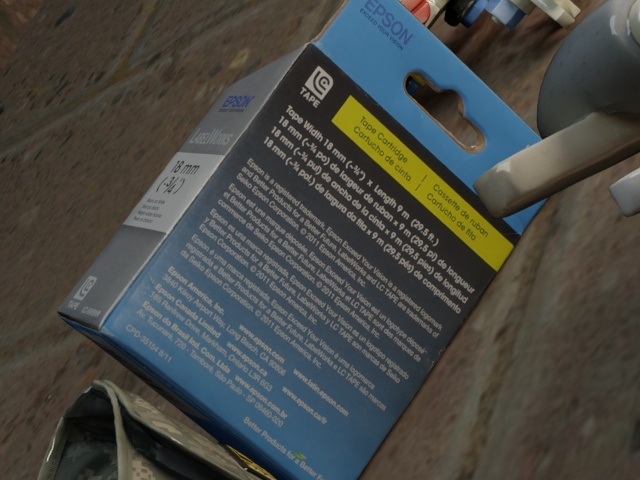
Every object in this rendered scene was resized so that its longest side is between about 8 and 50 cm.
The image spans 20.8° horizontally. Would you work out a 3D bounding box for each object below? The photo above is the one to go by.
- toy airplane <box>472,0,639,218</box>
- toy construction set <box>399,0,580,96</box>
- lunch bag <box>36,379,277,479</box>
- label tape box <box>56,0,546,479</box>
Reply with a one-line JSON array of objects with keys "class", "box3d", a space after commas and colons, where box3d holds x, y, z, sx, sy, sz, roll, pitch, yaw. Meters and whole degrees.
[{"class": "toy airplane", "box3d": [0.296, -0.135, 0.984, 0.384, 0.272, 0.386, -17, 14, 24]}, {"class": "toy construction set", "box3d": [0.076, -0.177, 1.569, 0.328, 0.151, 0.215, -36, 2, 10]}, {"class": "lunch bag", "box3d": [-0.074, 0.234, 1.122, 0.169, 0.235, 0.287, -42, 25, 27]}, {"class": "label tape box", "box3d": [0.000, 0.000, 1.334, 0.333, 0.240, 0.106, -54, 23, -13]}]
